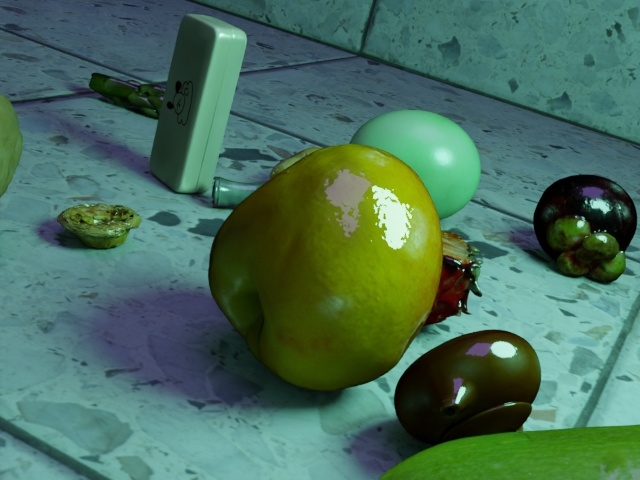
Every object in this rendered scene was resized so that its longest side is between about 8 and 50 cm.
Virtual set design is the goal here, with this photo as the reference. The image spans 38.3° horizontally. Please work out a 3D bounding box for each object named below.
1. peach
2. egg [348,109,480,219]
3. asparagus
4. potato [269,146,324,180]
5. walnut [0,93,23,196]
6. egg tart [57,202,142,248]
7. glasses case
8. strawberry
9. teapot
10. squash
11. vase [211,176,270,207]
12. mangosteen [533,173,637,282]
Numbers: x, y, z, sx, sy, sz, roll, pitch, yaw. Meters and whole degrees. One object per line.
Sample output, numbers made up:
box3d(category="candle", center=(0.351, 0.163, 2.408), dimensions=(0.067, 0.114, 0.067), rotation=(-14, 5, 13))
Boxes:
box3d(category="peach", center=(0.025, 0.023, 1.166), dimensions=(0.308, 0.289, 0.289), rotation=(-30, 42, -26))
box3d(category="egg", center=(0.183, -0.149, 1.829), dimensions=(0.269, 0.220, 0.220), rotation=(16, 21, 7))
box3d(category="asparagus", center=(-0.394, -0.323, 2.118), dimensions=(0.287, 0.080, 0.080), rotation=(16, 21, 14))
box3d(category="potato", center=(-0.019, -0.126, 1.803), dimensions=(0.178, 0.109, 0.118), rotation=(-16, 56, -44))
box3d(category="walnut", center=(-0.547, -0.119, 1.229), dimensions=(0.252, 0.277, 0.313), rotation=(50, 23, -13))
box3d(category="egg tart", center=(-0.340, -0.021, 1.415), dimensions=(0.128, 0.049, 0.129), rotation=(7, 21, -3))
box3d(category="glasses case", center=(-0.229, -0.250, 1.695), dimensions=(0.070, 0.313, 0.131), rotation=(0, 25, -41))
box3d(category="strawberry", center=(0.104, 0.042, 1.392), dimensions=(0.280, 0.150, 0.253), rotation=(15, 13, -15))
box3d(category="teapot", center=(0.187, 0.196, 1.084), dimensions=(0.252, 0.178, 0.135), rotation=(33, 34, -53))
box3d(category="squash", center=(0.216, 0.303, 0.928), dimensions=(0.309, 0.210, 0.234), rotation=(-12, 19, 12))
box3d(category="vase", center=(-0.090, -0.079, 1.685), dimensions=(0.214, 0.086, 0.086), rotation=(5, 22, -11))
box3d(category="mangosteen", center=(0.513, -0.030, 1.793), dimensions=(0.209, 0.210, 0.210), rotation=(12, 21, -5))
